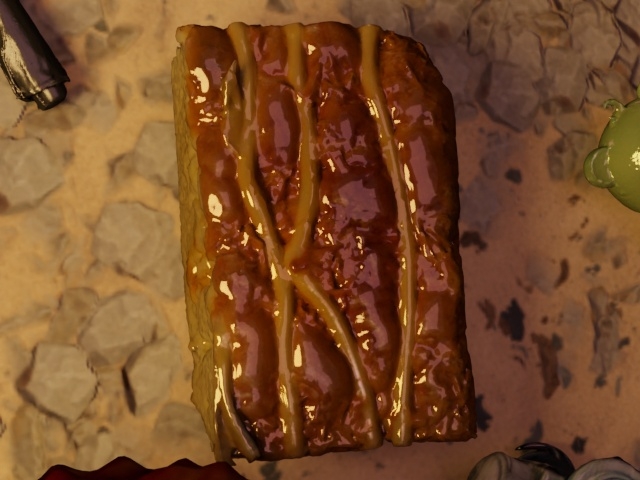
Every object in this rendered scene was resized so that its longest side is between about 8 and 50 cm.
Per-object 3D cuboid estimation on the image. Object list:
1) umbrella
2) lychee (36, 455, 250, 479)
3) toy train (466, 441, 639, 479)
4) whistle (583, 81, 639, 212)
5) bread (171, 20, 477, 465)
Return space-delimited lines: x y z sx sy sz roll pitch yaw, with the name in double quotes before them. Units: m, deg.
"umbrella" -0.207 -0.144 0.716 0.036 0.031 0.133 -32 95 2
"lychee" -0.080 0.311 0.508 0.500 0.425 0.424 4 82 -35
"toy train" 0.209 0.270 0.761 0.300 0.131 0.202 28 77 -14
"whistle" 0.296 -0.032 0.851 0.227 0.085 0.105 40 82 -11
"bread" 0.000 0.000 0.730 0.185 0.114 0.274 -2 82 -20
